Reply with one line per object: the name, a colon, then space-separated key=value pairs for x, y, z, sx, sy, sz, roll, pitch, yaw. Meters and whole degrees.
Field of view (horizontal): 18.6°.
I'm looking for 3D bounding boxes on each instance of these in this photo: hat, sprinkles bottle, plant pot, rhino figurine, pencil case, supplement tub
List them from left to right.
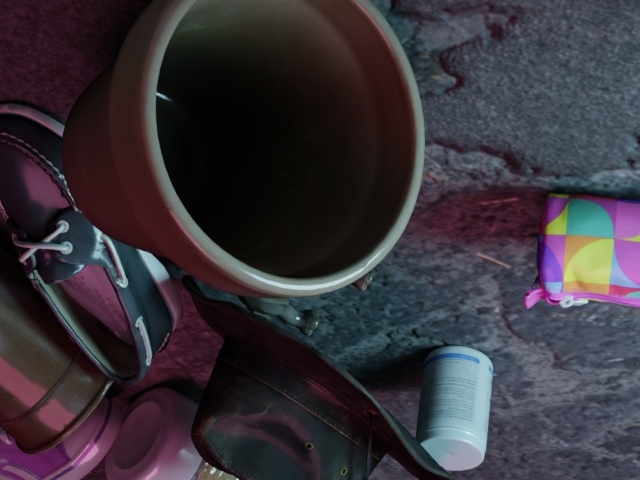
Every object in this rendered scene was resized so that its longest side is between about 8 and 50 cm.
plant pot: x=-0.302 y=0.095 z=1.896 sx=0.165 sy=0.167 sz=0.167 roll=39 pitch=136 yaw=-25
plant pot: x=-0.085 y=-0.079 z=1.543 sx=0.263 sy=0.263 sz=0.229 roll=32 pitch=158 yaw=-29
sprinkles bottle: x=-0.066 y=0.288 z=2.140 sx=0.355 sy=0.121 sz=0.121 roll=34 pitch=139 yaw=-31
hat: x=-0.040 y=0.178 z=1.855 sx=0.331 sy=0.134 sz=0.331 roll=37 pitch=171 yaw=6
rhino figurine: x=0.000 y=0.000 z=1.753 sx=0.106 sy=0.073 sz=0.243 roll=21 pitch=143 yaw=-21
supplement tub: x=0.132 y=0.164 z=1.925 sx=0.071 sy=0.107 sz=0.071 roll=7 pitch=145 yaw=5
pencil case: x=0.297 y=0.019 z=1.685 sx=0.236 sy=0.104 sz=0.104 roll=3 pitch=145 yaw=8

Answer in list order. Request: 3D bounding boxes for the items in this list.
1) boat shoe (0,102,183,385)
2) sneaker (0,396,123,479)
boat shoe: x=-0.223 y=0.008 z=1.772 sx=0.114 sy=0.091 sz=0.302 roll=-11 pitch=130 yaw=34
sneaker: x=-0.354 y=0.201 z=2.106 sx=0.282 sy=0.102 sz=0.161 roll=-18 pitch=134 yaw=34
